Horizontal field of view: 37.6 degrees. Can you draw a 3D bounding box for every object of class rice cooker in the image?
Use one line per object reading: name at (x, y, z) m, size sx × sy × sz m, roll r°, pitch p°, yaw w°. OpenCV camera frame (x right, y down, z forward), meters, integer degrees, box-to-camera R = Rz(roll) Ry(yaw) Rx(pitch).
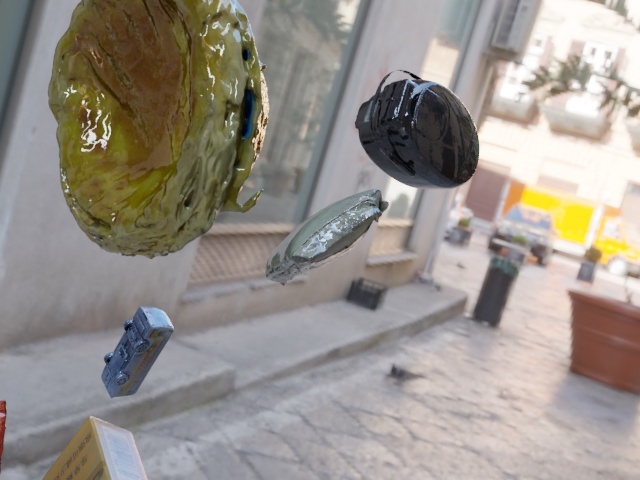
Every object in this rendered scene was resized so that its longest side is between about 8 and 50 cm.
rice cooker at (0.141, -0.153, 1.353) m, size 0.203 × 0.142 × 0.118 m, roll 34°, pitch -25°, yaw -33°

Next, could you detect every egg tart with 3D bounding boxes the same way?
egg tart at (-0.190, -0.163, 1.151) m, size 0.388 × 0.388 × 0.169 m, roll 21°, pitch 16°, yaw 39°

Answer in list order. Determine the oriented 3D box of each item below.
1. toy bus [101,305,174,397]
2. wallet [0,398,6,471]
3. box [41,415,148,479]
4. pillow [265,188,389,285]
toy bus at (-0.332, 0.203, 1.693) m, size 0.075 × 0.190 × 0.064 m, roll 7°, pitch 37°, yaw -44°
wallet at (-0.293, 0.234, 0.773) m, size 0.020 × 0.196 × 0.103 m, roll 19°, pitch -31°, yaw -36°
box at (-0.288, 0.373, 1.182) m, size 0.076 × 0.174 × 0.274 m, roll 31°, pitch 10°, yaw -33°
pillow at (0.000, 0.000, 1.013) m, size 0.053 × 0.119 × 0.208 m, roll 58°, pitch -16°, yaw 1°
